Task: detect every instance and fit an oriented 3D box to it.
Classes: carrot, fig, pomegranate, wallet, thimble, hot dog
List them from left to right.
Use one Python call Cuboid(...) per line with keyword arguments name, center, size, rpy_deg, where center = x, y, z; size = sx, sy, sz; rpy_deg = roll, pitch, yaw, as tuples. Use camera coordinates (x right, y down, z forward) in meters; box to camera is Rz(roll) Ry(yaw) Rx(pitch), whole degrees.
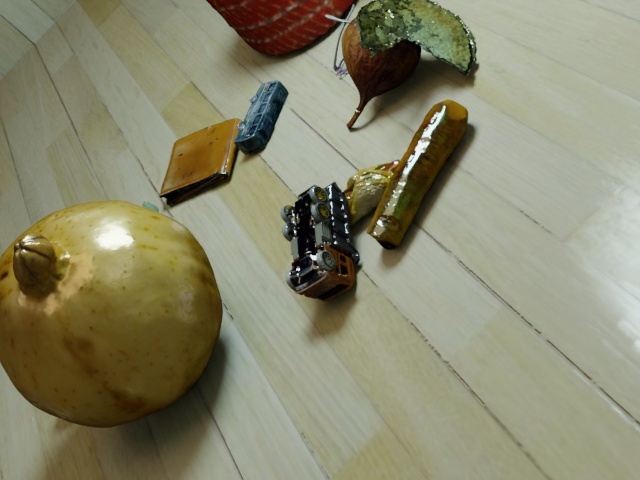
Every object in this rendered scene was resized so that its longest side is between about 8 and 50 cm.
Cuboid(name="pomegranate", center=(-0.357, 0.103, 1.585), size=(0.410, 0.410, 0.410), rpy_deg=(-30, 37, 26))
Cuboid(name="wallet", center=(-0.246, -0.165, 2.076), size=(0.195, 0.042, 0.161), rpy_deg=(-19, 47, 34))
Cuboid(name="thimble", center=(-0.083, -0.588, 2.154), size=(0.350, 0.230, 0.350), rpy_deg=(-28, 38, 25))
Cuboid(name="hot dog", center=(0.076, -0.085, 1.603), size=(0.169, 0.061, 0.078), rpy_deg=(-36, 34, 17))
Cuboid(name="fig", center=(0.087, -0.293, 1.751), size=(0.201, 0.146, 0.133), rpy_deg=(-63, 27, 2))
Cuboid(name="carrot", center=(0.152, -0.103, 1.536), size=(0.070, 0.070, 0.260), rpy_deg=(8, 64, 52))

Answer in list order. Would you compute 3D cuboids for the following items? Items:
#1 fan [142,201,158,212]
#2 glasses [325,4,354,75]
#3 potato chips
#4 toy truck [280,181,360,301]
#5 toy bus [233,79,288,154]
Cuboid(name="fan", center=(-0.339, -0.023, 2.041), size=(0.016, 0.038, 0.193), rpy_deg=(-51, 34, 18))
Cuboid(name="glasses", center=(0.059, -0.391, 1.901), size=(0.139, 0.104, 0.063), rpy_deg=(-23, 39, 28))
Cuboid(name="potato chips", center=(0.159, -0.350, 1.671), size=(0.029, 0.219, 0.202), rpy_deg=(116, 151, -46))
Cuboid(name="toy truck", center=(0.000, 0.000, 1.552), size=(0.083, 0.092, 0.192), rpy_deg=(-32, 49, 34))
Cuboid(name="toy bus", center=(-0.119, -0.250, 2.011), size=(0.065, 0.047, 0.166), rpy_deg=(-9, 49, 39))
